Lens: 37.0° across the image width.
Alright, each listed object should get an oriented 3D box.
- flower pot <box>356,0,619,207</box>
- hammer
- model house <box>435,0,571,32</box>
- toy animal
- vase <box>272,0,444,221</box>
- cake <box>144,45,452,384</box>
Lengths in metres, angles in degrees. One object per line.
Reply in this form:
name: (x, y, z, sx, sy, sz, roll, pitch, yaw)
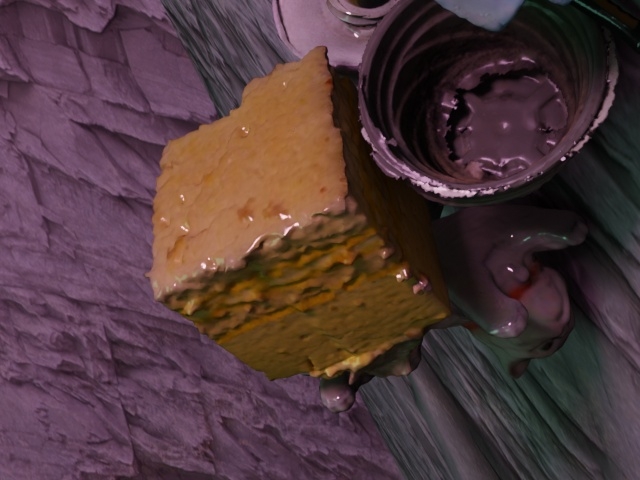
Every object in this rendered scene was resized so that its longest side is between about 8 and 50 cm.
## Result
flower pot: (0.160, -0.128, 0.887, 0.235, 0.235, 0.140, 55, -172, 28)
hammer: (0.199, -0.218, 0.807, 0.201, 0.078, 0.021, 48, 164, 28)
model house: (0.092, -0.327, 0.719, 0.280, 0.230, 0.249, 27, -151, -15)
toy animal: (0.144, 0.105, 1.109, 0.266, 0.308, 0.188, 20, 160, 36)
vase: (0.048, -0.137, 1.153, 0.250, 0.250, 0.445, 55, 163, 28)
cake: (0.000, 0.000, 0.969, 0.286, 0.222, 0.227, 43, -148, -42)
